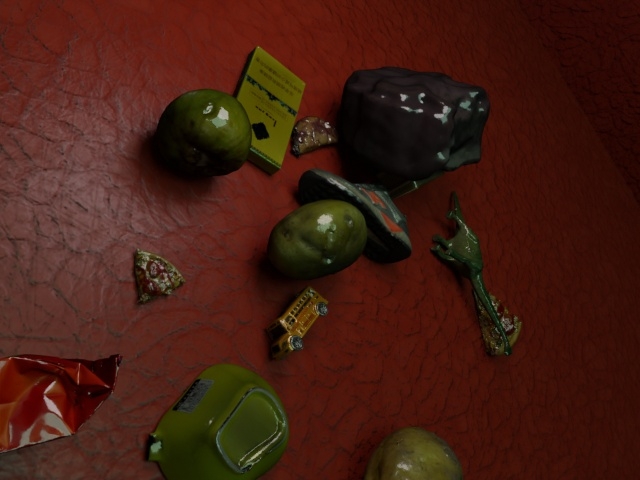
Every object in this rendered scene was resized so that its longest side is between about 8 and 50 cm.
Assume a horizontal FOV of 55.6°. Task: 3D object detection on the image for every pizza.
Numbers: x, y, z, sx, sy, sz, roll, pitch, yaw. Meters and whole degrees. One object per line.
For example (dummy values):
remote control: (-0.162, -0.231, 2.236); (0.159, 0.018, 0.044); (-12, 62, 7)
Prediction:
pizza: (0.496, 0.214, 1.709); (0.188, 0.062, 0.198); (-35, 95, -46)
pizza: (-0.284, 0.065, 1.094); (0.099, 0.029, 0.100); (8, 67, -41)

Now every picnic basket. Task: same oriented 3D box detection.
picnic basket: (0.236, -0.174, 1.601); (0.164, 0.115, 0.079); (-25, 88, -45)

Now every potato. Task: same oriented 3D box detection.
potato: (0.190, 0.498, 1.224); (0.229, 0.229, 0.266); (46, 44, -18)
potato: (-0.001, 0.001, 1.266); (0.148, 0.197, 0.228); (65, 14, 16)

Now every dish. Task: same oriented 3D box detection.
dish: (-0.149, 0.333, 1.047); (0.262, 0.108, 0.221); (-36, 97, -44)

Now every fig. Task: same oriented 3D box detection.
fig: (-0.214, -0.211, 1.171); (0.181, 0.181, 0.191); (44, 32, -20)

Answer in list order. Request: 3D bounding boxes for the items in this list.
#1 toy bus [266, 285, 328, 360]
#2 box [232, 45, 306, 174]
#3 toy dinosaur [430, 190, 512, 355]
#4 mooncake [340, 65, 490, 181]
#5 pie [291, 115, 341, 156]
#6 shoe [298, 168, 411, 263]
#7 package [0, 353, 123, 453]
toy bus: (-0.053, 0.167, 1.230); (0.074, 0.070, 0.162); (47, 45, -5)
box: (-0.127, -0.299, 1.380); (0.153, 0.041, 0.278); (33, 54, -29)
toy dinosaur: (0.443, 0.068, 1.689); (0.301, 0.087, 0.446); (33, 49, -19)
mooncake: (0.227, -0.304, 1.497); (0.381, 0.351, 0.212); (-41, 144, -56)
pie: (-0.018, -0.257, 1.465); (0.170, 0.034, 0.092); (-31, 98, -44)
shoe: (0.098, -0.096, 1.443); (0.336, 0.132, 0.170); (37, 47, -27)
package: (-0.477, 0.213, 0.742); (0.424, 0.196, 0.123); (1, 77, -43)
